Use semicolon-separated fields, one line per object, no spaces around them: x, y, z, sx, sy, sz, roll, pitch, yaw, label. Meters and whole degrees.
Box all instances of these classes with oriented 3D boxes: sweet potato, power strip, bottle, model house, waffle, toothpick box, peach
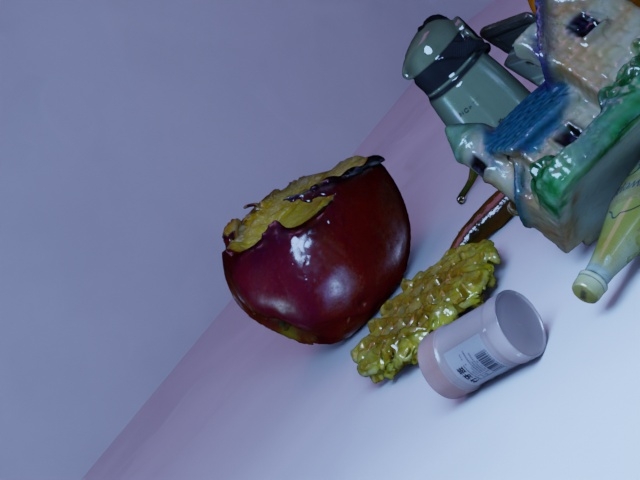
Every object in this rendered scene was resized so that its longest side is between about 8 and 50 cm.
0.297;-0.033;2.033;0.264;0.057;0.057;-47;9;7;sweet potato
0.434;-0.327;2.135;0.092;0.257;0.251;-62;11;3;power strip
0.296;-0.272;2.156;0.168;0.347;0.168;-42;11;10;bottle
0.402;-0.025;1.450;0.270;0.083;0.083;-50;10;-27;bottle
0.345;-0.190;1.595;0.312;0.280;0.245;-43;-30;-2;model house
0.173;0.117;1.888;0.325;0.068;0.302;-43;9;24;waffle
0.214;0.140;1.513;0.149;0.098;0.098;-37;13;40;toothpick box
0.000;0.000;2.283;0.339;0.353;0.417;-7;60;47;peach

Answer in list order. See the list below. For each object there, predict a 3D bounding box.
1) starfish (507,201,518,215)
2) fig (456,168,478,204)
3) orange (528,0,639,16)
0.387;-0.106;1.890;0.190;0.074;0.146;-50;9;-27;starfish
0.339;-0.179;2.406;0.236;0.124;0.124;-71;15;-11;fig
0.455;-0.434;1.842;0.240;0.240;0.240;-44;10;9;orange
